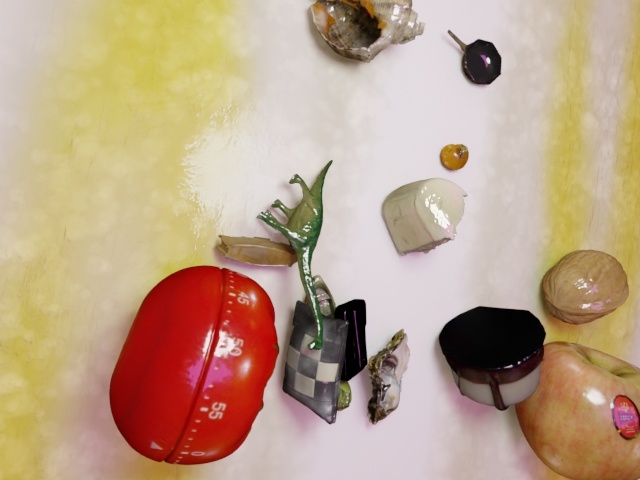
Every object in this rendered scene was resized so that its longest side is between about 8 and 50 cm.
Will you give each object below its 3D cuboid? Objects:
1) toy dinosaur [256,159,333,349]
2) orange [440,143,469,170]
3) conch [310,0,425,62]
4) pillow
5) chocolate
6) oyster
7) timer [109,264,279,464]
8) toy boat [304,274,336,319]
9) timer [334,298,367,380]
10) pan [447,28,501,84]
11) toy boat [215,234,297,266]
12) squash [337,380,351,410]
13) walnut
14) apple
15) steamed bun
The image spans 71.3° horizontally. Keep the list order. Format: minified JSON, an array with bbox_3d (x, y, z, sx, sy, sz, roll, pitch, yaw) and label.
[{"bbox_3d":[0.000,0.000,1.066,0.301,0.087,0.447,39,61,0],"label":"toy dinosaur"},{"bbox_3d":[0.394,-0.244,1.295,0.086,0.062,0.086,-1,93,-20],"label":"orange"},{"bbox_3d":[0.120,-0.553,1.148,0.291,0.159,0.210,20,92,19],"label":"conch"},{"bbox_3d":[-0.013,0.282,1.064,0.106,0.186,0.250,2,101,-44],"label":"pillow"},{"bbox_3d":[0.482,0.333,1.243,0.283,0.283,0.186,-28,115,-18],"label":"chocolate"},{"bbox_3d":[0.179,0.355,1.190,0.223,0.083,0.214,-51,145,-38],"label":"oyster"},{"bbox_3d":[-0.247,0.235,0.887,0.279,0.378,0.378,20,83,-18],"label":"timer"},{"bbox_3d":[0.003,0.177,1.143,0.089,0.071,0.185,-15,95,-19],"label":"toy boat"},{"bbox_3d":[0.086,0.251,1.146,0.144,0.055,0.188,-6,94,-64],"label":"timer"},{"bbox_3d":[0.453,-0.555,1.323,0.128,0.048,0.202,-42,105,-17],"label":"pan"},{"bbox_3d":[-0.149,0.020,1.085,0.206,0.072,0.064,12,112,-20],"label":"toy boat"},{"bbox_3d":[0.047,0.395,1.127,0.105,0.132,0.105,0,90,-19],"label":"squash"},{"bbox_3d":[0.811,0.143,1.379,0.260,0.225,0.225,-24,98,-20],"label":"walnut"},{"bbox_3d":[0.760,0.491,1.274,0.391,0.391,0.347,6,106,-20],"label":"apple"},{"bbox_3d":[0.291,-0.065,1.169,0.170,0.225,0.200,-22,96,-19],"label":"steamed bun"}]
